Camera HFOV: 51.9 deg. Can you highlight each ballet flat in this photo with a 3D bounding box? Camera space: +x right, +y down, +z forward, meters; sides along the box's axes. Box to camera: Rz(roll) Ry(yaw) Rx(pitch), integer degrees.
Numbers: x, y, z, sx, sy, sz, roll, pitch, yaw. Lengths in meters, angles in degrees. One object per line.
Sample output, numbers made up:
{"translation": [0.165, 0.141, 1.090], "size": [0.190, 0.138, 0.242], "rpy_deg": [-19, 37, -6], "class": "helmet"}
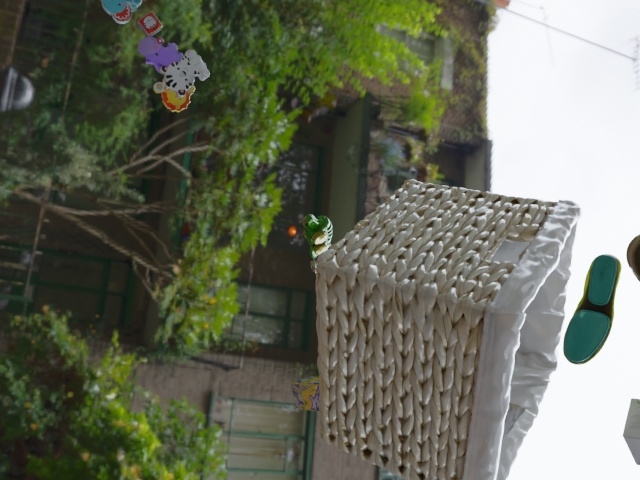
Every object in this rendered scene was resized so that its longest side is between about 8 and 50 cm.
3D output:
{"translation": [0.540, 0.139, 1.290], "size": [0.077, 0.077, 0.230], "rpy_deg": [16, -99, 31], "class": "ballet flat"}

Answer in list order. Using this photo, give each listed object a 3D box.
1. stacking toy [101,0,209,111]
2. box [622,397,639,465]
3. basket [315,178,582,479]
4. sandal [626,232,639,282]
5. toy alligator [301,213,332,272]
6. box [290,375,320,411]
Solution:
{"translation": [-0.225, -0.262, 0.807], "size": [0.052, 0.221, 0.167], "rpy_deg": [-38, -165, -11], "class": "stacking toy"}
{"translation": [0.623, 0.356, 1.203], "size": [0.102, 0.101, 0.087], "rpy_deg": [-2, -137, 42], "class": "box"}
{"translation": [0.181, 0.125, 0.923], "size": [0.267, 0.328, 0.331], "rpy_deg": [14, -58, 28], "class": "basket"}
{"translation": [0.422, 0.088, 0.747], "size": [0.088, 0.240, 0.079], "rpy_deg": [-33, -177, 10], "class": "sandal"}
{"translation": [0.000, 0.000, 1.319], "size": [0.056, 0.051, 0.189], "rpy_deg": [57, -15, 32], "class": "toy alligator"}
{"translation": [0.007, 0.309, 1.319], "size": [0.169, 0.054, 0.059], "rpy_deg": [-16, -94, 57], "class": "box"}
